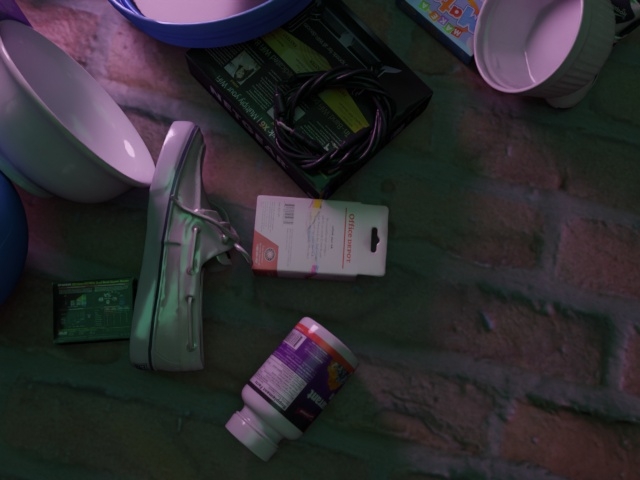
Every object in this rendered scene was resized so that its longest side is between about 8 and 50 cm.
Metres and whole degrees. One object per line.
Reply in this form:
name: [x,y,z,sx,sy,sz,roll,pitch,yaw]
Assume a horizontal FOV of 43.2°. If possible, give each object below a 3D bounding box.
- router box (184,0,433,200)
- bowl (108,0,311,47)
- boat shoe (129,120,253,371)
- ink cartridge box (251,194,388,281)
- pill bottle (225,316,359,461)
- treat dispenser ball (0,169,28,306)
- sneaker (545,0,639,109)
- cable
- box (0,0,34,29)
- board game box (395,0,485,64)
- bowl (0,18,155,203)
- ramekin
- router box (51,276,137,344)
router box: [-0.019,-0.247,1.263,0.243,0.081,0.309,-42,83,-10]
bowl: [-0.160,-0.466,1.255,0.391,0.077,0.391,-4,65,8]
boat shoe: [-0.173,0.012,1.177,0.156,0.136,0.367,7,81,-1]
ink cartridge box: [0.000,0.000,1.221,0.198,0.067,0.115,4,79,0]
pill bottle: [-0.044,0.214,1.154,0.108,0.108,0.193,40,80,6]
treat dispenser ball: [-0.545,-0.004,1.088,0.288,0.288,0.288,0,78,-2]
sneaker: [0.433,-0.325,1.262,0.094,0.153,0.235,38,80,6]
cable: [0.023,-0.179,1.185,0.184,0.047,0.150,-5,79,-4]
box: [-0.507,-0.369,1.159,0.057,0.293,0.201,-44,83,-10]
board game box: [0.253,-0.417,1.331,0.160,0.039,0.211,42,81,6]
bowl: [-0.382,-0.153,1.144,0.134,0.298,0.298,-39,82,8]
ramekin: [0.344,-0.314,1.224,0.109,0.207,0.207,6,76,-36]
router box: [-0.333,0.105,1.199,0.122,0.038,0.092,-3,79,-3]
